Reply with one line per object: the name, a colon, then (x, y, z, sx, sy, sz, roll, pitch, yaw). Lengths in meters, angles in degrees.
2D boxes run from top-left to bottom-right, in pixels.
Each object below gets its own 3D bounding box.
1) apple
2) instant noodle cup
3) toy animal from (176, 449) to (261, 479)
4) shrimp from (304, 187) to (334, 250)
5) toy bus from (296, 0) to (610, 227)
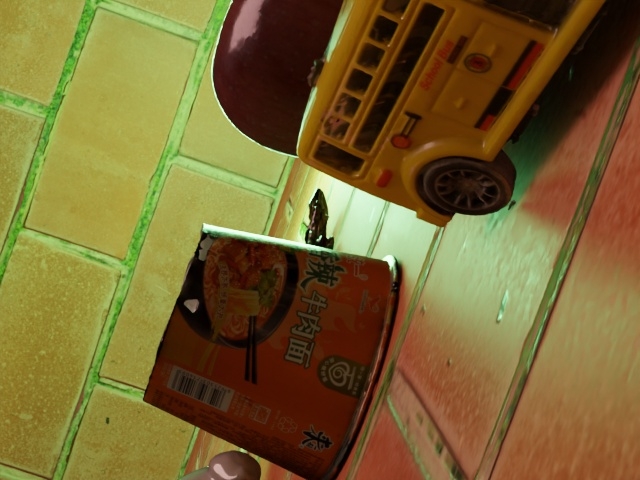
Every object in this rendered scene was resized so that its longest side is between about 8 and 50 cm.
apple: (0.012, -0.224, 1.250, 0.306, 0.235, 0.305, -164, 90, -83)
instant noodle cup: (-0.051, 0.095, 1.063, 0.230, 0.182, 0.230, -162, 90, -85)
toy animal: (-0.079, 0.269, 0.973, 0.193, 0.127, 0.178, -139, 66, -78)
shrimp: (-0.003, -0.001, 1.627, 0.148, 0.035, 0.195, 117, 164, -69)
toy bus: (0.093, -0.153, 0.662, 0.330, 0.152, 0.144, 117, 171, -56)
